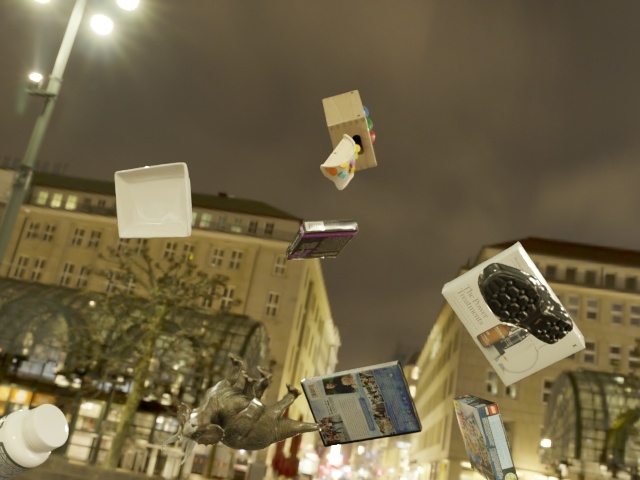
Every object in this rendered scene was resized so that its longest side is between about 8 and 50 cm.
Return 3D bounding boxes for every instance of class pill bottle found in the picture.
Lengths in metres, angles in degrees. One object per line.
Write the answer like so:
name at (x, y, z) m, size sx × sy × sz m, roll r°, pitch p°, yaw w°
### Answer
pill bottle at (-0.555, 0.371, 1.262) m, size 0.180 × 0.108 × 0.108 m, roll -28°, pitch -31°, yaw 15°

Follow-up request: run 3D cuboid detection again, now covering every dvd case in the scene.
dvd case at (0.095, 0.388, 1.636) m, size 0.253 × 0.180 × 0.022 m, roll -15°, pitch 12°, yaw 21°

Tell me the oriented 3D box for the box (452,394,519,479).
box at (0.339, 0.412, 1.448) m, size 0.044 × 0.159 × 0.233 m, roll -15°, pitch -7°, yaw -3°

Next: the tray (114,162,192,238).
tray at (-0.338, -0.077, 1.417) m, size 0.030 × 0.145 × 0.270 m, roll -5°, pitch 3°, yaw -45°

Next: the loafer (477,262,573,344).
loafer at (0.292, 0.085, 1.017) m, size 0.076 × 0.078 × 0.223 m, roll -43°, pitch -48°, yaw 17°

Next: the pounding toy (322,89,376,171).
pounding toy at (0.071, -0.241, 1.564) m, size 0.094 × 0.206 × 0.181 m, roll -14°, pitch -52°, yaw 5°

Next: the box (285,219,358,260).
box at (0.000, 0.000, 1.471) m, size 0.116 × 0.029 × 0.162 m, roll -3°, pitch -22°, yaw -19°

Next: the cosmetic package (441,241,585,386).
cosmetic package at (0.611, 0.237, 2.211) m, size 0.284 × 0.377 × 0.097 m, roll -34°, pitch 3°, yaw 21°

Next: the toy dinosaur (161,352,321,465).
toy dinosaur at (-0.132, 0.301, 1.203) m, size 0.121 × 0.160 × 0.313 m, roll 32°, pitch 1°, yaw 44°

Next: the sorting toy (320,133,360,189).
sorting toy at (0.043, -0.129, 1.221) m, size 0.045 × 0.083 × 0.075 m, roll 22°, pitch -30°, yaw 23°
